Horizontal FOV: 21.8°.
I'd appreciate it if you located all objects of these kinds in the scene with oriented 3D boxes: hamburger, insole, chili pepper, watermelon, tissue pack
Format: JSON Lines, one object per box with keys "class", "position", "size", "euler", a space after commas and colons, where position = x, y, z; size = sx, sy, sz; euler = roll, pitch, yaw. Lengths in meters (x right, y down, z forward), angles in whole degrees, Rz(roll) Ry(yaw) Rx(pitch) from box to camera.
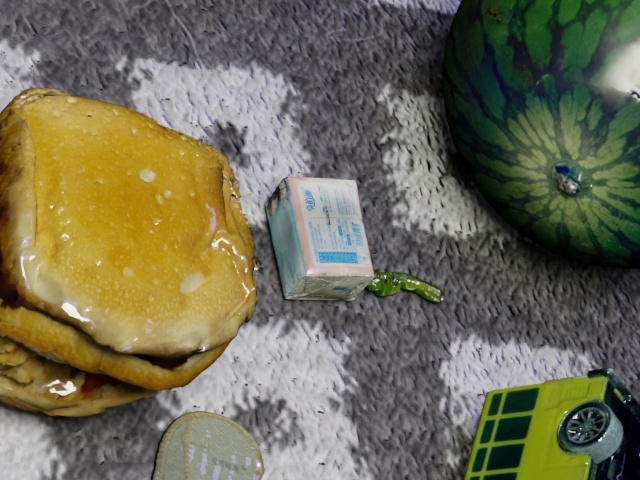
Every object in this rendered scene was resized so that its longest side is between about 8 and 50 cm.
{"class": "hamburger", "position": [-0.176, 0.013, 1.202], "size": [0.244, 0.163, 0.244], "euler": [21, 49, -26]}
{"class": "insole", "position": [-0.096, 0.281, 1.191], "size": [0.119, 0.009, 0.348], "euler": [20, 56, -19]}
{"class": "chili pepper", "position": [0.068, 0.038, 1.419], "size": [0.083, 0.022, 0.027], "euler": [11, 58, -31]}
{"class": "watermelon", "position": [0.277, -0.141, 1.448], "size": [0.363, 0.363, 0.363], "euler": [14, 58, -24]}
{"class": "tissue pack", "position": [0.000, 0.000, 1.375], "size": [0.074, 0.059, 0.094], "euler": [3, 62, -27]}

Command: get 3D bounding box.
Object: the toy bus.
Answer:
{"class": "toy bus", "position": [0.175, 0.242, 1.283], "size": [0.128, 0.150, 0.262], "euler": [50, 44, -33]}
